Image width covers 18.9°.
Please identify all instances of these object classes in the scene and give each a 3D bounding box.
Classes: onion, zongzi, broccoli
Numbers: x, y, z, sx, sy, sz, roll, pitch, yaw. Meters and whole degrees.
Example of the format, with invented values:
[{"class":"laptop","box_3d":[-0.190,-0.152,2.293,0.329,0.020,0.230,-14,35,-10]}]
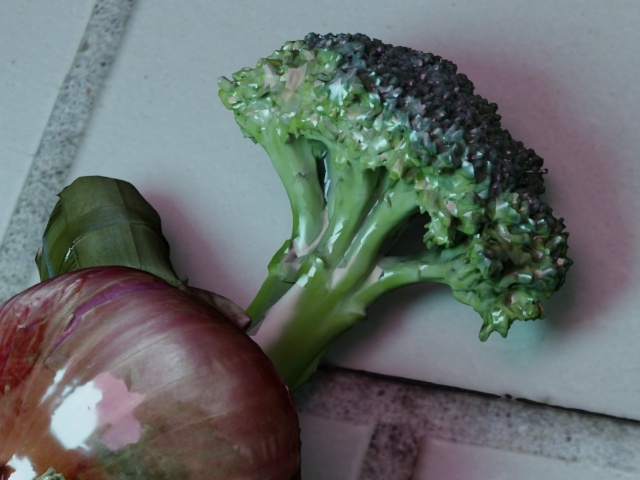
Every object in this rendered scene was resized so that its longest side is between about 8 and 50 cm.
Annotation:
[{"class":"onion","box_3d":[-0.156,0.191,1.625,0.353,0.353,0.354,-10,60,17]},{"class":"zongzi","box_3d":[-0.225,0.094,1.891,0.125,0.274,0.251,8,26,-17]},{"class":"broccoli","box_3d":[-0.002,-0.024,1.820,0.397,0.275,0.353,-37,35,24]}]
